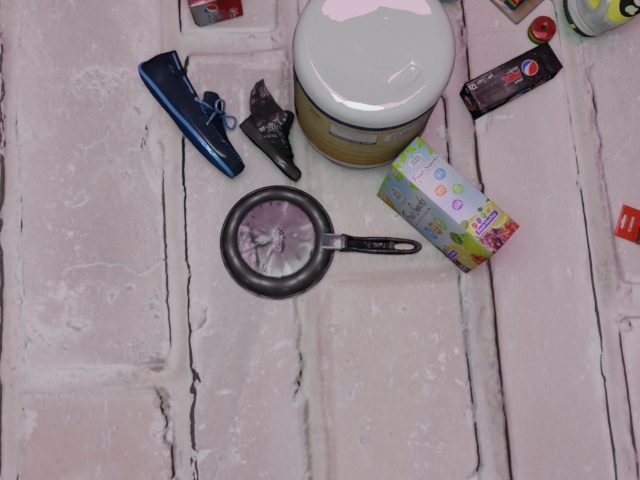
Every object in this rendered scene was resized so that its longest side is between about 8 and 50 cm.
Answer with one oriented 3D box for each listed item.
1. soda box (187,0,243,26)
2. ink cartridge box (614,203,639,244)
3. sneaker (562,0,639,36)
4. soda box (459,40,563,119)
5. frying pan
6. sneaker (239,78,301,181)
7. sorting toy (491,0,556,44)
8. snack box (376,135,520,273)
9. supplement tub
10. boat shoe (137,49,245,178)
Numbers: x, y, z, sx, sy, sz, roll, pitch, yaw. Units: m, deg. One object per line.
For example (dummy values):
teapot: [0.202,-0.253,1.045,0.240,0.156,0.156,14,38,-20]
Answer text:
soda box: [-0.215,-0.518,1.308,0.092,0.083,0.263,-17,81,-4]
ink cartridge box: [0.568,-0.019,1.267,0.115,0.029,0.063,20,81,2]
sneaker: [0.569,-0.525,1.276,0.145,0.147,0.385,26,86,-26]
soda box: [0.331,-0.278,1.294,0.168,0.053,0.060,-28,83,-5]
frying pan: [-0.014,0.026,1.240,0.326,0.053,0.197,24,81,6]
sneaker: [-0.072,-0.187,1.270,0.089,0.051,0.170,-45,81,-3]
sorting toy: [0.350,-0.489,1.335,0.132,0.046,0.274,-42,83,-8]
snack box: [0.196,-0.050,1.190,0.207,0.174,0.070,43,79,7]
supplement tub: [0.071,-0.242,1.148,0.228,0.316,0.229,0,80,-1]
boat shoe: [-0.203,-0.222,1.247,0.089,0.109,0.258,-38,85,-11]
